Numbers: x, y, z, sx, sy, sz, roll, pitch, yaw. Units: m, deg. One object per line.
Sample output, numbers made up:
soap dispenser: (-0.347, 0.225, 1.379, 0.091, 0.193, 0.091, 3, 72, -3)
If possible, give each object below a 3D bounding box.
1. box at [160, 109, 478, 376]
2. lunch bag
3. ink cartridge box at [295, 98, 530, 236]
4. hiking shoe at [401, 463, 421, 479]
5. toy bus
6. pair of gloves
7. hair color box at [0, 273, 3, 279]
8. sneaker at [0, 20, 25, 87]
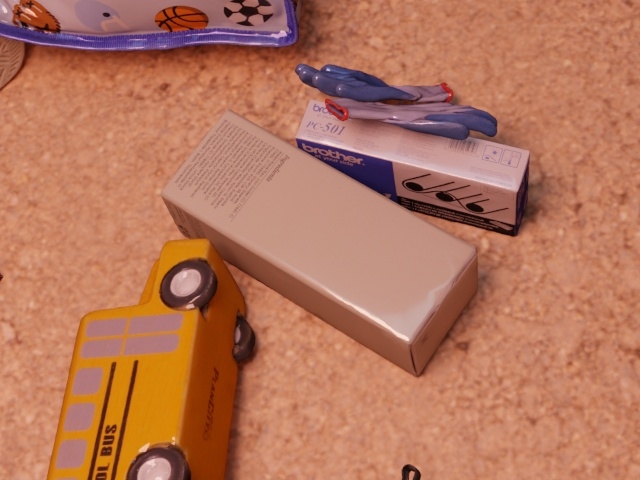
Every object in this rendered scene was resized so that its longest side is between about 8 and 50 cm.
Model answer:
box: (0.000, 0.000, 1.188, 0.275, 0.094, 0.113, 32, 73, 19)
lunch bag: (-0.210, -0.363, 1.291, 0.385, 0.239, 0.328, -2, 49, 10)
ink cartridge box: (0.086, -0.066, 1.207, 0.207, 0.097, 0.046, 15, 68, 13)
hiking shoe: (-0.025, 0.310, 1.056, 0.304, 0.113, 0.132, -30, 34, 0)
toy bus: (-0.144, 0.162, 1.099, 0.130, 0.108, 0.332, -8, 53, 17)
pair of gloves: (0.069, -0.129, 1.199, 0.159, 0.023, 0.198, 3, 19, -19)
hair color box: (-0.383, 0.024, 1.254, 0.141, 0.043, 0.072, 26, 69, 17)
sneaker: (-0.471, -0.146, 1.304, 0.350, 0.131, 0.148, -38, 67, -22)
